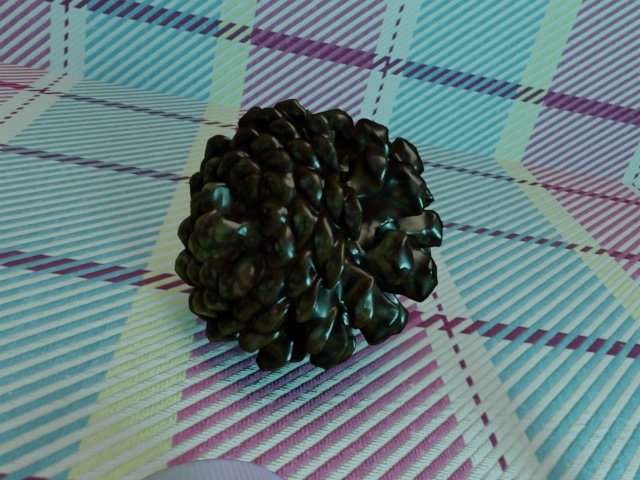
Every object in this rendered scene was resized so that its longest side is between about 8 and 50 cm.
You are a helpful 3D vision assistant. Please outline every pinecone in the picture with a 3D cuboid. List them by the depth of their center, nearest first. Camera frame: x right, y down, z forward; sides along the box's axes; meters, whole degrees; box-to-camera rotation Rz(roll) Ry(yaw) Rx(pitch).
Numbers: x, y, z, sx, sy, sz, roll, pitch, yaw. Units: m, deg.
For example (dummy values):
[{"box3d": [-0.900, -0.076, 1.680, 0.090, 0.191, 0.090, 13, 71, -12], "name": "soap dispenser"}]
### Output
[{"box3d": [0.000, 0.000, 0.911, 0.397, 0.398, 0.398, 11, 27, -6], "name": "pinecone"}]

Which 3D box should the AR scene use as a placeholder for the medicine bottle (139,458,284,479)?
[{"box3d": [-0.061, 0.319, 0.396, 0.241, 0.241, 0.302, 3, 20, -20], "name": "medicine bottle"}]
